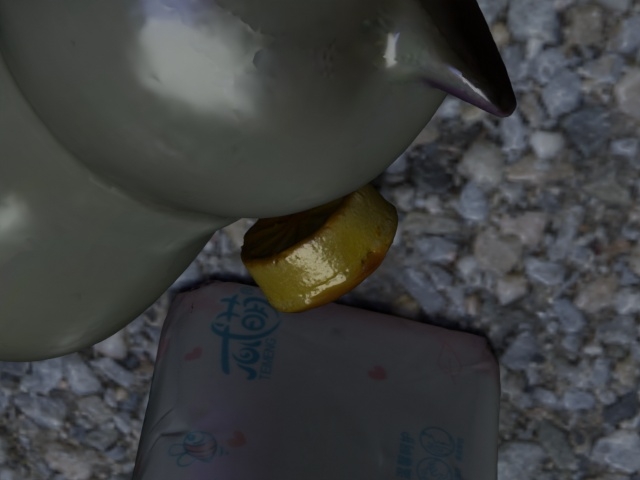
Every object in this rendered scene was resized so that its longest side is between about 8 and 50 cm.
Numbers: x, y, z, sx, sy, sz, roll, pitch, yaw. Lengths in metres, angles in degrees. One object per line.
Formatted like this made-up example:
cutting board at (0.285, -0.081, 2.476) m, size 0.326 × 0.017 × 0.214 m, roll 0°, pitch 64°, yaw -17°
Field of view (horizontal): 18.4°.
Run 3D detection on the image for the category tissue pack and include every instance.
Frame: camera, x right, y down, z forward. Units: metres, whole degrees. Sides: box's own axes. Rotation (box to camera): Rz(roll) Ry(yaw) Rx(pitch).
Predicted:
tissue pack at (-0.006, 0.161, 1.044) m, size 0.201 × 0.271 × 0.124 m, roll 14°, pitch 131°, yaw -6°

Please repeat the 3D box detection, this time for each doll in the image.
doll at (-0.095, -0.074, 0.883) m, size 0.370 × 0.226 × 0.215 m, roll -32°, pitch 109°, yaw 35°

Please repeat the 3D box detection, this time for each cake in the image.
cake at (0.000, 0.000, 1.029) m, size 0.084 × 0.084 × 0.044 m, roll -25°, pitch 117°, yaw 26°
